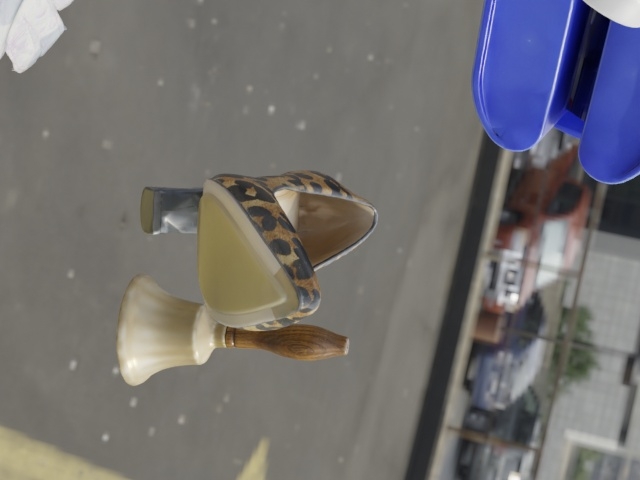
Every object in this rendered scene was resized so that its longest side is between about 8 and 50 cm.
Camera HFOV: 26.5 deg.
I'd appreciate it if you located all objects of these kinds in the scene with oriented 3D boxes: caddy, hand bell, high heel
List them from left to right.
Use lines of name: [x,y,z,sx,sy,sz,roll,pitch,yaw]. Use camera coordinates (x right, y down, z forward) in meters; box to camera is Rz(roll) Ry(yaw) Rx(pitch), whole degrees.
hand bell: [-0.089,0.108,1.490,0.126,0.242,0.126,4,90,-77]
high heel: [0.000,0.000,0.939,0.261,0.186,0.093,-148,-119,-61]
caddy: [0.300,-0.231,1.447,0.179,0.241,0.341,-50,155,-44]

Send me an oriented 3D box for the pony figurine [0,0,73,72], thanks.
pony figurine: [-0.151,-0.307,0.883,0.302,0.363,0.351,-36,169,-11]

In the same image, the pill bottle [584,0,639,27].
pill bottle: [0.236,-0.233,0.886,0.180,0.108,0.108,-53,180,33]
